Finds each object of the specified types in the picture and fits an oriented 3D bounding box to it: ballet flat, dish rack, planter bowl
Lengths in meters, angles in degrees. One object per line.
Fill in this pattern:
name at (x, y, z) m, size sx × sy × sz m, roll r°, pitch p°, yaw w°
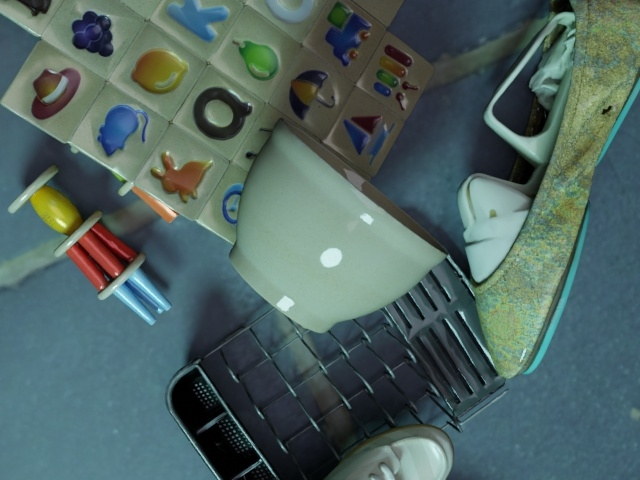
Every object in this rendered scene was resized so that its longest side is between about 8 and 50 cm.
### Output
ballet flat at (0.180, -0.061, 0.775) m, size 0.123 × 0.123 × 0.348 m, roll 23°, pitch 87°, yaw -11°
dish rack at (0.029, 0.123, 0.784) m, size 0.272 × 0.074 × 0.208 m, roll -35°, pitch 101°, yaw -5°
planter bowl at (0.000, 0.000, 0.691) m, size 0.162 × 0.162 × 0.109 m, roll 37°, pitch 97°, yaw -11°

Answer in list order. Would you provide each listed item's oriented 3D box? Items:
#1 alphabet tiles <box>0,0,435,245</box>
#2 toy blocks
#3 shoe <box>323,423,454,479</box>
alphabet tiles at (-0.077, -0.165, 0.733) m, size 0.343 × 0.011 × 0.285 m, roll 33°, pitch 81°, yaw -20°
toy blocks at (-0.156, -0.016, 0.748) m, size 0.123 × 0.054 × 0.148 m, roll -45°, pitch 103°, yaw -5°
shoe at (0.018, 0.222, 0.724) m, size 0.219 × 0.058 × 0.076 m, roll -32°, pitch 100°, yaw -8°
